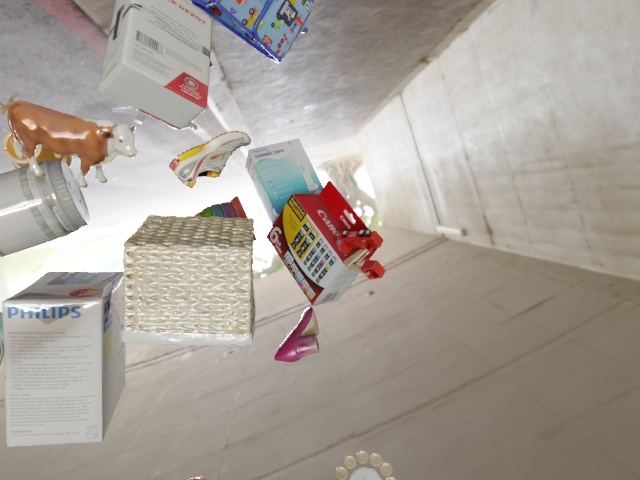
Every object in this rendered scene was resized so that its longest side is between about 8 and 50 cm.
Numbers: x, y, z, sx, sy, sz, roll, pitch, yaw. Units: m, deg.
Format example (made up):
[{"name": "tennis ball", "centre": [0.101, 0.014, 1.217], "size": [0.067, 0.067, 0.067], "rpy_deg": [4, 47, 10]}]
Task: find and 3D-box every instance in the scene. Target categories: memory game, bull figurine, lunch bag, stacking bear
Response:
[{"name": "memory game", "centre": [0.129, 0.699, 1.477], "size": [0.186, 0.186, 0.012], "rpy_deg": [-18, 156, -3]}, {"name": "bull figurine", "centre": [-0.596, -0.233, 1.255], "size": [0.311, 0.188, 0.101], "rpy_deg": [18, -152, -6]}, {"name": "lunch bag", "centre": [-0.142, -0.620, 1.331], "size": [0.293, 0.220, 0.138], "rpy_deg": [25, -175, -46]}, {"name": "stacking bear", "centre": [-0.393, -0.031, 1.807], "size": [0.289, 0.164, 0.175], "rpy_deg": [-23, -162, -7]}]

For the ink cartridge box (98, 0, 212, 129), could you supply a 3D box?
[{"name": "ink cartridge box", "centre": [-0.354, -0.415, 1.138], "size": [0.114, 0.272, 0.197], "rpy_deg": [-24, 146, 38]}]

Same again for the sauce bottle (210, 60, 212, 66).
[{"name": "sauce bottle", "centre": [-0.340, -0.434, 1.322], "size": [0.128, 0.042, 0.042], "rpy_deg": [-31, -174, -4]}]

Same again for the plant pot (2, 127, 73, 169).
[{"name": "plant pot", "centre": [-1.023, -0.322, 1.842], "size": [0.205, 0.204, 0.188], "rpy_deg": [-19, -179, -7]}]

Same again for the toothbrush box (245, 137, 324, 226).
[{"name": "toothbrush box", "centre": [-0.131, -0.220, 1.959], "size": [0.217, 0.295, 0.126], "rpy_deg": [-19, 162, -23]}]

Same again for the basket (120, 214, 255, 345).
[{"name": "basket", "centre": [-0.338, 0.094, 1.378], "size": [0.332, 0.266, 0.328], "rpy_deg": [1, -163, -7]}]

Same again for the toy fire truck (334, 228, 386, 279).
[{"name": "toy fire truck", "centre": [0.105, 0.036, 1.404], "size": [0.192, 0.047, 0.135], "rpy_deg": [-1, -128, 46]}]

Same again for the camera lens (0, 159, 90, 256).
[{"name": "camera lens", "centre": [-0.823, -0.091, 1.444], "size": [0.275, 0.219, 0.219], "rpy_deg": [-20, -174, -12]}]

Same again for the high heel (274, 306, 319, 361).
[{"name": "high heel", "centre": [-0.065, 0.259, 1.430], "size": [0.117, 0.082, 0.244], "rpy_deg": [-14, -158, 3]}]

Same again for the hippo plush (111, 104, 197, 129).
[{"name": "hippo plush", "centre": [-0.470, -0.456, 1.722], "size": [0.294, 0.235, 0.236], "rpy_deg": [-59, 159, -7]}]

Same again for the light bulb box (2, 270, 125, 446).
[{"name": "light bulb box", "centre": [-0.656, 0.287, 1.370], "size": [0.226, 0.360, 0.358], "rpy_deg": [1, -173, -12]}]

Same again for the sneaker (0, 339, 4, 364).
[{"name": "sneaker", "centre": [-0.591, 0.245, 0.744], "size": [0.147, 0.104, 0.295], "rpy_deg": [-24, -162, 52]}]

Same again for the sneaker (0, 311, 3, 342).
[{"name": "sneaker", "centre": [-0.940, 0.236, 1.495], "size": [0.256, 0.094, 0.151], "rpy_deg": [18, -159, 32]}]

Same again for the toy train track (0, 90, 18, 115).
[{"name": "toy train track", "centre": [-0.876, -0.384, 1.449], "size": [0.014, 0.048, 0.083], "rpy_deg": [-6, -124, 41]}]

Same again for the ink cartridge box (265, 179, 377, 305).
[{"name": "ink cartridge box", "centre": [0.000, 0.000, 1.651], "size": [0.130, 0.309, 0.271], "rpy_deg": [-5, 140, -45]}]

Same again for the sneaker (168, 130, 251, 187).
[{"name": "sneaker", "centre": [-0.272, -0.208, 1.328], "size": [0.225, 0.092, 0.088], "rpy_deg": [-34, -174, -23]}]

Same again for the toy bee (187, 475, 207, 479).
[{"name": "toy bee", "centre": [-0.237, 0.614, 0.961], "size": [0.162, 0.298, 0.195], "rpy_deg": [-26, 143, -10]}]
